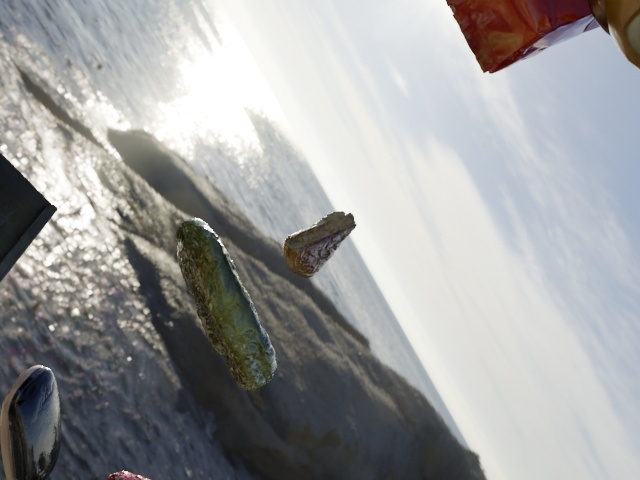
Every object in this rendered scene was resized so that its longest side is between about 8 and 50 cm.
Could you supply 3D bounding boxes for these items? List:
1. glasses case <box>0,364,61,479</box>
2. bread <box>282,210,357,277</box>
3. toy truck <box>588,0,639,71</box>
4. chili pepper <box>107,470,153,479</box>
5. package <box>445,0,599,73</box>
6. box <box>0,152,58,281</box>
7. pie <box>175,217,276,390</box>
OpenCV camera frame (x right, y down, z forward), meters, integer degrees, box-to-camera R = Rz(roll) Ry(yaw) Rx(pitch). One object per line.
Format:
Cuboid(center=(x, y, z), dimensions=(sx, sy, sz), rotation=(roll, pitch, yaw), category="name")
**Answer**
Cuboid(center=(-0.568, 0.379, 1.392), dimensions=(0.122, 0.075, 0.315), rotation=(-59, 165, -54), category="glasses case")
Cuboid(center=(-0.014, 0.018, 1.254), dimensions=(0.054, 0.154, 0.136), rotation=(50, -34, 27), category="bread")
Cuboid(center=(0.468, -0.242, 0.807), dimensions=(0.287, 0.204, 0.212), rotation=(15, 58, -31), category="toy truck")
Cuboid(center=(-0.223, 0.422, 1.080), dimensions=(0.110, 0.387, 0.110), rotation=(-167, -90, -81), category="chili pepper")
Cuboid(center=(0.350, -0.386, 1.001), dimensions=(0.196, 0.423, 0.123), rotation=(63, -26, 4), category="package")
Cuboid(center=(-0.599, -0.015, 1.206), dimensions=(0.149, 0.155, 0.231), rotation=(54, 43, -32), category="box")
Cuboid(center=(-0.150, 0.096, 1.057), dimensions=(0.277, 0.078, 0.277), rotation=(56, -14, 22), category="pie")
